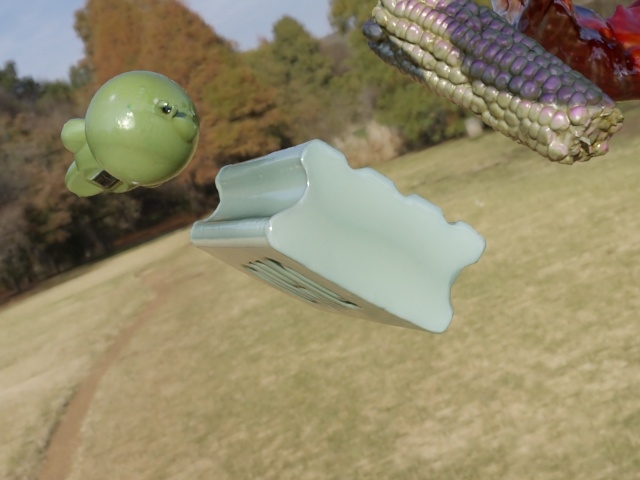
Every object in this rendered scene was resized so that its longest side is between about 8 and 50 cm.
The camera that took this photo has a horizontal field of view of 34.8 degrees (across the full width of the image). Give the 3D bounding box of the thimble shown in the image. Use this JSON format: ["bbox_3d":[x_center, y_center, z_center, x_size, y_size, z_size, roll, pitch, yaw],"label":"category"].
[{"bbox_3d":[0.411,-0.362,1.391,0.350,0.350,0.231,-22,29,7],"label":"thimble"}]

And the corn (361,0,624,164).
[{"bbox_3d":[0.192,-0.197,1.181,0.126,0.335,0.127,-35,-30,-24],"label":"corn"}]

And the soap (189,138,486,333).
[{"bbox_3d":[0.000,0.000,0.837,0.088,0.159,0.265,-65,17,-8],"label":"soap"}]

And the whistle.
[{"bbox_3d":[-0.236,-0.126,1.239,0.141,0.141,0.294,-24,9,-28],"label":"whistle"}]
